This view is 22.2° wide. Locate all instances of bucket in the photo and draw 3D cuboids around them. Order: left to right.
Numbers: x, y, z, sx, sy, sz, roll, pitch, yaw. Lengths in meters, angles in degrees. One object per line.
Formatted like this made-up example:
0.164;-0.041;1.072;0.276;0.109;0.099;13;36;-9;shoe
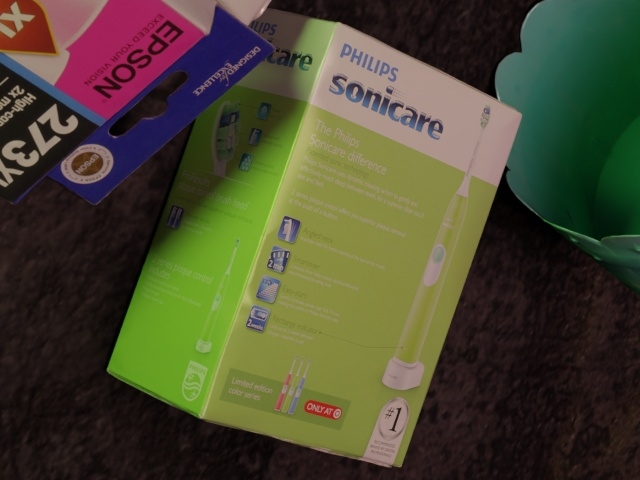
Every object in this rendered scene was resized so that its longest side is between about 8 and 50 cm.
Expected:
0.295;-0.087;1.322;0.183;0.281;0.281;38;77;-47;bucket

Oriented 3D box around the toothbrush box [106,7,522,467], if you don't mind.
0.000;0.000;1.180;0.206;0.122;0.283;19;91;-43;toothbrush box

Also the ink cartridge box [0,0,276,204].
-0.199;-0.133;0.951;0.176;0.069;0.371;-39;137;19;ink cartridge box

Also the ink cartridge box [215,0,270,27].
-0.094;-0.276;1.028;0.237;0.100;0.172;45;74;-40;ink cartridge box
